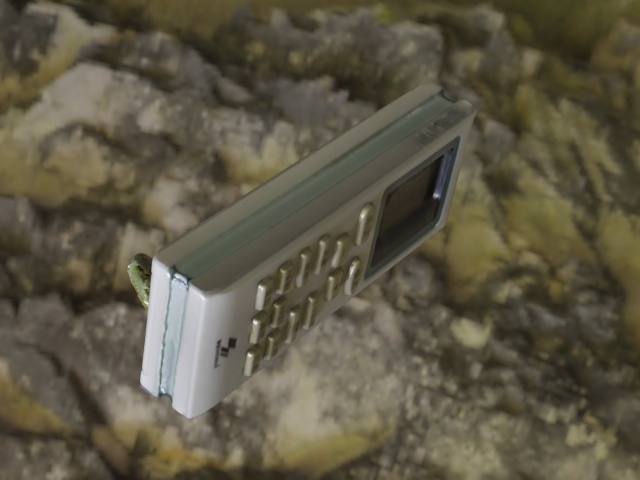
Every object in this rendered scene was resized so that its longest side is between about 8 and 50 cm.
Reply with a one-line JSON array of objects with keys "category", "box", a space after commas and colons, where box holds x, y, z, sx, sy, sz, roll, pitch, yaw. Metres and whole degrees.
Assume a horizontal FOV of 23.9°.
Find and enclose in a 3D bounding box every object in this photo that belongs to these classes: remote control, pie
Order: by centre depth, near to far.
[{"category": "remote control", "box": [0.000, 0.000, 0.960, 0.055, 0.103, 0.277, 32, -136, 24]}, {"category": "pie", "box": [-0.123, 0.045, 1.207, 0.084, 0.020, 0.084, 51, -172, -10]}]
